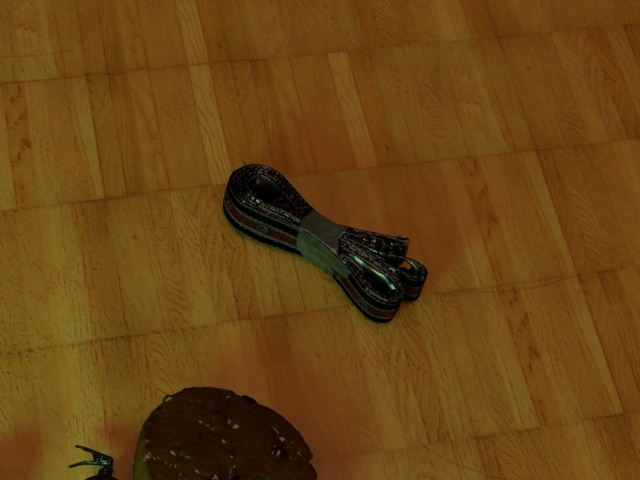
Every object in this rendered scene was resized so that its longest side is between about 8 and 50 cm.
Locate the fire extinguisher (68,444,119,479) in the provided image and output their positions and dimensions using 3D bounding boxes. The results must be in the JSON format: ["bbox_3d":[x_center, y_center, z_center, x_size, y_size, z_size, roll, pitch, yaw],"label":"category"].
[{"bbox_3d":[-0.323,0.414,1.812,0.089,0.072,0.267,0,60,6],"label":"fire extinguisher"}]

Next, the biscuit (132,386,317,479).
[{"bbox_3d":[-0.129,0.325,1.831,0.296,0.075,0.295,19,43,-19],"label":"biscuit"}]

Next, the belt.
[{"bbox_3d":[0.000,0.000,2.078,0.360,0.094,0.126,29,62,9],"label":"belt"}]
